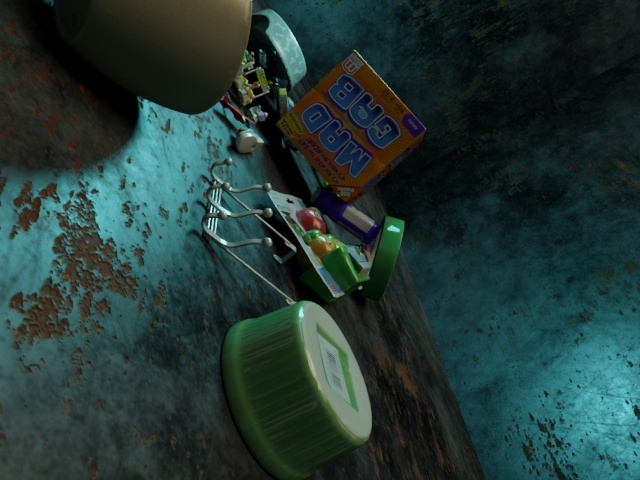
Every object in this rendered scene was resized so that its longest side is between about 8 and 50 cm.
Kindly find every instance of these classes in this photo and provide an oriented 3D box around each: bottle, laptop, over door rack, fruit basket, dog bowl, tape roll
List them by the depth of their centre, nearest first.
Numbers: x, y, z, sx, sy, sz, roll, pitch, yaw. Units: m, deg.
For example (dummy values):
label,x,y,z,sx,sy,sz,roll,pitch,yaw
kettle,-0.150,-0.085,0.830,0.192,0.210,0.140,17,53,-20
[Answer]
label,x,y,z,sx,sy,sz,roll,pitch,yaw
over door rack,-0.131,-0.011,1.196,0.324,0.108,0.239,54,17,-33
fruit basket,0.000,0.000,1.548,0.353,0.165,0.327,62,13,10
laptop,-0.264,-0.568,1.954,0.408,0.236,0.382,24,30,-22
bottle,0.091,-0.096,2.008,0.283,0.092,0.118,35,0,1
tape roll,0.231,0.067,2.019,0.321,0.077,0.321,17,90,-87
dog bowl,-0.185,-0.801,2.239,0.349,0.102,0.349,53,-8,11

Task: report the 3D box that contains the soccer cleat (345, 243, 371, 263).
label,x,y,z,sx,sy,sz,roll,pitch,yaw
soccer cleat,0.128,0.087,2.015,0.331,0.116,0.143,-12,100,-80

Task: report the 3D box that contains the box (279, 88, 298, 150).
label,x,y,z,sx,sy,sz,roll,pitch,yaw
box,-0.119,-0.491,2.165,0.136,0.036,0.225,20,62,-70

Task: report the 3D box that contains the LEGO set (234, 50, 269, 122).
label,x,y,z,sx,sy,sz,roll,pitch,yaw
LEGO set,-0.215,-0.516,1.670,0.132,0.107,0.287,56,-14,33

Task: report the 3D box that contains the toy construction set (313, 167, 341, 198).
label,x,y,z,sx,sy,sz,roll,pitch,yaw
toy construction set,0.134,-0.274,2.322,0.257,0.309,0.237,40,30,-40

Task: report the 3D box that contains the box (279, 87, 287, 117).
label,x,y,z,sx,sy,sz,roll,pitch,yaw
box,-0.131,-0.486,1.882,0.136,0.028,0.081,-105,-168,-64

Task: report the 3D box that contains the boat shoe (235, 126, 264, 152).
label,x,y,z,sx,sy,sz,roll,pitch,yaw
boat shoe,-0.213,-0.297,1.536,0.063,0.066,0.184,49,16,1

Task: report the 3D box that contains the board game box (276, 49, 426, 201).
label,x,y,z,sx,sy,sz,roll,pitch,yaw
board game box,0.119,-0.381,1.914,0.356,0.356,0.356,49,8,3

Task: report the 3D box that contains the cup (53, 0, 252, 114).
label,x,y,z,sx,sy,sz,roll,pitch,yaw
cup,-0.312,-0.402,0.932,0.237,0.331,0.331,-3,64,-46

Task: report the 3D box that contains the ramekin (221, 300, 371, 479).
label,x,y,z,sx,sy,sz,roll,pitch,yaw
ramekin,-0.030,0.258,0.966,0.303,0.148,0.303,57,15,-24

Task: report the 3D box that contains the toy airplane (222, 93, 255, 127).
label,x,y,z,sx,sy,sz,roll,pitch,yaw
toy airplane,-0.255,-0.385,1.564,0.151,0.028,0.151,46,12,-12
